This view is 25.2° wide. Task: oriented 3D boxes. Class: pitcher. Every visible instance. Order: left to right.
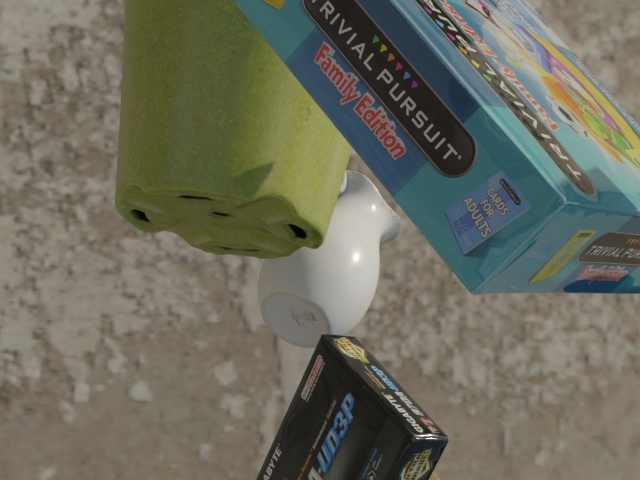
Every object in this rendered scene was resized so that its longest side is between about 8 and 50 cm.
[{"bbox_3d":[0.000,0.000,1.582,0.178,0.125,0.207,59,41,-28],"label":"pitcher"}]

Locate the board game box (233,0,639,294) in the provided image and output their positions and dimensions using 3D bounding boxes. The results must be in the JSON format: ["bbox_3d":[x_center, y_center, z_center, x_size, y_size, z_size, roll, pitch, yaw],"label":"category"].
[{"bbox_3d":[0.119,-0.082,0.942,0.254,0.079,0.336,52,22,21],"label":"board game box"}]

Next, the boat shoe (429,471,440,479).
[{"bbox_3d":[0.089,0.313,1.931,0.103,0.092,0.285,-82,150,-41],"label":"boat shoe"}]

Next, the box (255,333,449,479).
[{"bbox_3d":[0.021,0.232,1.432,0.051,0.175,0.220,7,117,-38],"label":"box"}]

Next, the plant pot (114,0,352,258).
[{"bbox_3d":[-0.066,-0.128,1.234,0.276,0.276,0.254,23,69,-41],"label":"plant pot"}]
